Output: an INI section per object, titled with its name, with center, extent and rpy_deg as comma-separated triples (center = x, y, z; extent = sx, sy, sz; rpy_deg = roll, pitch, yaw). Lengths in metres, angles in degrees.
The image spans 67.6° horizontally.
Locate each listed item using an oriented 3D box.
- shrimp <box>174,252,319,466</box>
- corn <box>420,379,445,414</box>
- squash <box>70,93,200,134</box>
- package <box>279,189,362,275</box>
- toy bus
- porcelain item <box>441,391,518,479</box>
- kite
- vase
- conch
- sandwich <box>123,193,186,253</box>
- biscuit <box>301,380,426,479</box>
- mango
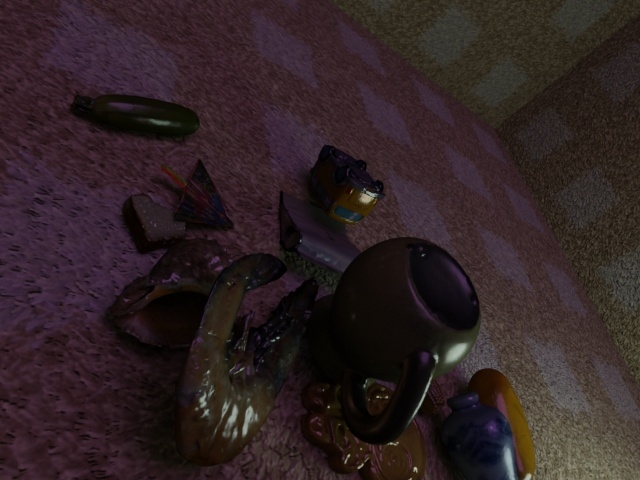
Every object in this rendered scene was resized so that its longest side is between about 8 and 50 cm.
[shrimp]
center = -0.091, 0.127, 0.731
extent = 0.445, 0.085, 0.272
rpy_deg = -44, 137, -63
[corn]
center = 0.195, 0.272, 1.024
extent = 0.068, 0.068, 0.207
rpy_deg = -12, 66, -53
[squash]
center = -0.336, -0.240, 0.916
extent = 0.252, 0.066, 0.066
rpy_deg = -6, 63, -50
[package]
center = 0.000, 0.000, 1.083
extent = 0.204, 0.062, 0.251
rpy_deg = 27, 27, -30
[toy bus]
center = 0.052, -0.134, 1.173
extent = 0.126, 0.136, 0.209
rpy_deg = 18, 28, -34
[porcelain item]
center = 0.332, 0.441, 0.965
extent = 0.141, 0.141, 0.259
rpy_deg = -1, 68, -49
[kite]
center = -0.231, -0.087, 0.918
extent = 0.183, 0.014, 0.241
rpy_deg = 42, 24, -31
[vase]
center = 0.104, 0.177, 0.812
extent = 0.241, 0.302, 0.329
rpy_deg = 29, 44, -21
[conch]
center = -0.200, 0.082, 0.705
extent = 0.207, 0.130, 0.155
rpy_deg = -24, 63, -41
[sandwich]
center = -0.279, -0.033, 0.807
extent = 0.093, 0.036, 0.105
rpy_deg = -16, 70, -53
[biscuit]
center = 0.088, 0.341, 0.864
extent = 0.289, 0.044, 0.202
rpy_deg = 35, 37, -24
[mango]
center = 0.407, 0.421, 1.089
extent = 0.157, 0.109, 0.262
rpy_deg = 35, 40, -38
